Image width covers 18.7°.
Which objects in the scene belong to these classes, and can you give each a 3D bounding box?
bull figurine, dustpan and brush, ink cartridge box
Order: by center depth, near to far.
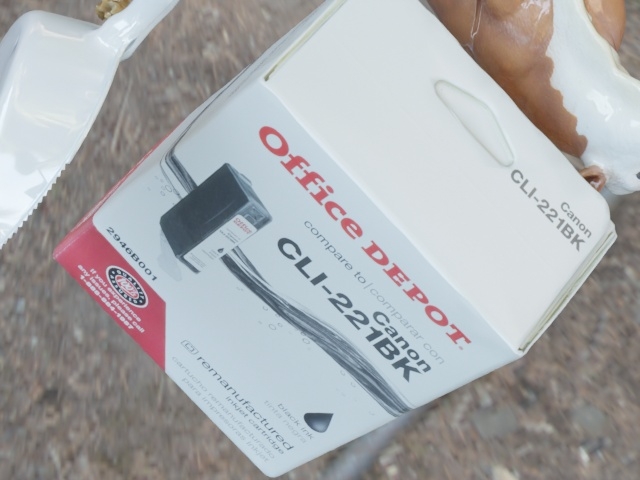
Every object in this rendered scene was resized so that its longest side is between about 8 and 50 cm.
[{"bbox_3d":[-0.116,-0.076,0.902,0.060,0.147,0.211,23,120,-17],"label":"dustpan and brush"},{"bbox_3d":[0.000,0.000,1.085,0.197,0.273,0.114,46,53,-7],"label":"ink cartridge box"},{"bbox_3d":[0.116,-0.161,1.113,0.101,0.310,0.188,-22,136,-13],"label":"bull figurine"}]

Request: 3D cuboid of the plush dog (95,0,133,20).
[{"bbox_3d":[-0.085,-0.260,1.069,0.210,0.262,0.225,-37,120,-13],"label":"plush dog"}]
